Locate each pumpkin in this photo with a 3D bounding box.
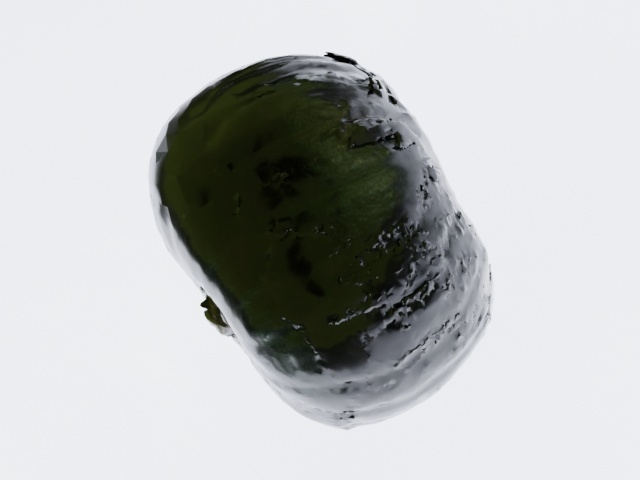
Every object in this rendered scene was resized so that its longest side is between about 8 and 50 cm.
[{"bbox_3d":[0.000,0.000,1.145,0.163,0.233,0.233,-31,-135,-4],"label":"pumpkin"}]
